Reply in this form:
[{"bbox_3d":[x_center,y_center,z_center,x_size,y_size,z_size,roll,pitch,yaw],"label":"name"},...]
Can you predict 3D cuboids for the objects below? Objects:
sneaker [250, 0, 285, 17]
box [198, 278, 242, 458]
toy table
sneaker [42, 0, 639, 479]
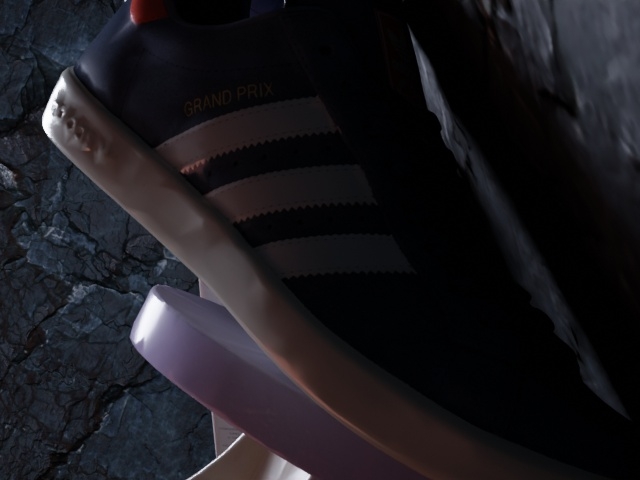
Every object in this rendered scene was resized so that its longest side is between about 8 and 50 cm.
[{"bbox_3d":[-0.084,-0.248,0.733,0.211,0.080,0.081,64,180,2],"label":"sneaker"},{"bbox_3d":[-0.032,0.032,0.733,0.232,0.058,0.322,-72,-16,-62],"label":"box"},{"bbox_3d":[0.002,0.150,0.454,0.274,0.161,0.252,28,-179,29],"label":"toy table"},{"bbox_3d":[0.020,-0.028,0.427,0.350,0.148,0.131,38,-171,26],"label":"sneaker"}]
